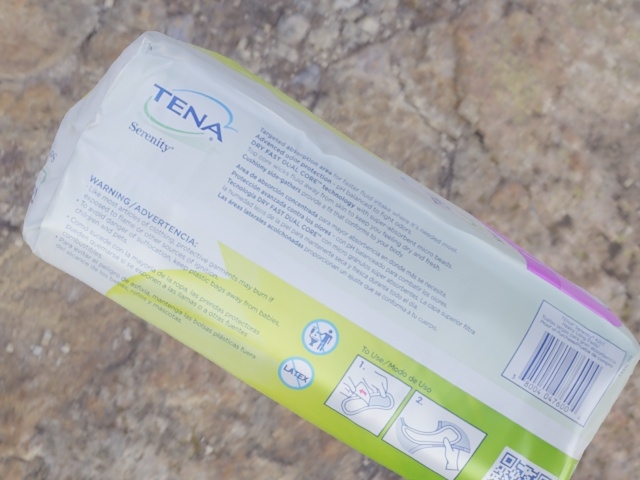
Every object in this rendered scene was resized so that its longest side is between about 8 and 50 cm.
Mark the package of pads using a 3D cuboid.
[{"bbox_3d":[0.000,0.000,0.555,0.229,0.296,0.101,31,95,-4],"label":"package of pads"}]
